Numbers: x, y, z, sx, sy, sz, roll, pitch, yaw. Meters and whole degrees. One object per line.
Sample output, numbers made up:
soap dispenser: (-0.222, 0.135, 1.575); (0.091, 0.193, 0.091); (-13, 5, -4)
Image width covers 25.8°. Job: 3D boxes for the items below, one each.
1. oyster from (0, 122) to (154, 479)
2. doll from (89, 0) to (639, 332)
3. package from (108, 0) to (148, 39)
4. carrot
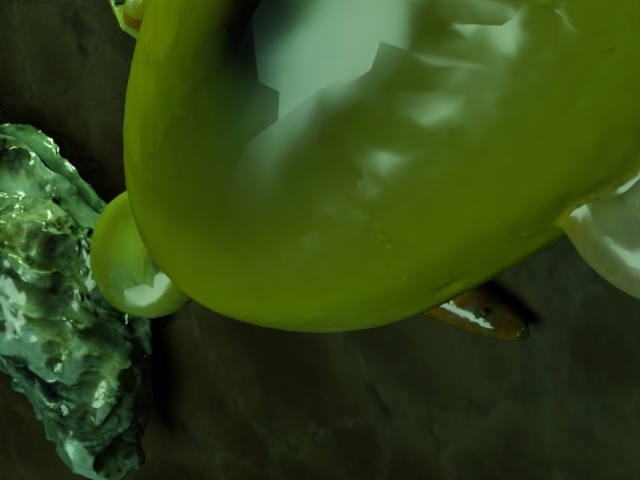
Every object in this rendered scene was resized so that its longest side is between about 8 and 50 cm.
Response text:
oyster: (-0.206, 0.032, 0.959); (0.268, 0.112, 0.198); (42, 139, 14)
doll: (0.071, -0.146, 0.467); (0.423, 0.161, 0.348); (-5, 86, 38)
package: (-0.014, -0.112, 0.667); (0.226, 0.090, 0.168); (39, 140, 15)
carrot: (0.000, 0.000, 0.762); (0.257, 0.061, 0.061); (22, 130, 32)
